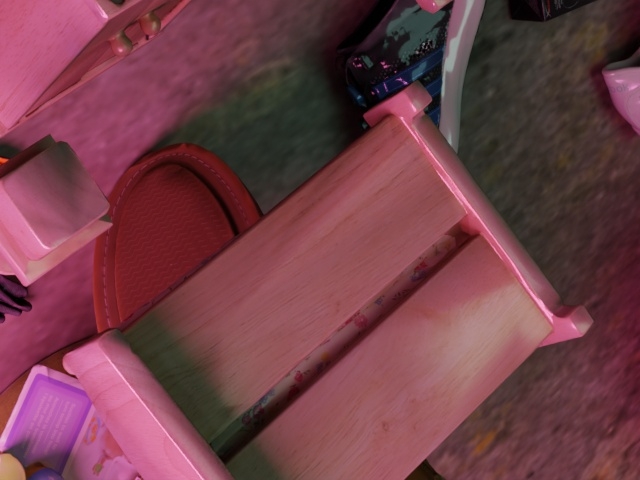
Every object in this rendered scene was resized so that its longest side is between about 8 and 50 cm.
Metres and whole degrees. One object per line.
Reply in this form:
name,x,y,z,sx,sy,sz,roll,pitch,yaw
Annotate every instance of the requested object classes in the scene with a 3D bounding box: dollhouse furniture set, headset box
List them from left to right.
dollhouse furniture set,0.000,0.000,0.734,0.303,0.174,0.355,-39,96,-28
headset box,0.162,-0.186,1.017,0.083,0.032,0.062,-27,116,-35

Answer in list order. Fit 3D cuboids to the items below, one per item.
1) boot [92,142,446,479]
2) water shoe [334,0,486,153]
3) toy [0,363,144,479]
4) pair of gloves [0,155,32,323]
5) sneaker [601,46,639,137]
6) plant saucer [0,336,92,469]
boot,-0.003,0.090,0.841,0.109,0.283,0.220,-40,150,8
water shoe,0.043,-0.094,0.924,0.080,0.073,0.203,10,94,-15
toy,-0.081,0.168,0.817,0.237,0.056,0.137,29,80,-41
pair of gloves,-0.168,-0.001,0.785,0.074,0.010,0.083,27,82,-41
sneaker,0.287,-0.164,1.073,0.212,0.080,0.094,-47,121,2
plant saucer,-0.106,0.171,0.859,0.241,0.037,0.241,-10,105,-39
